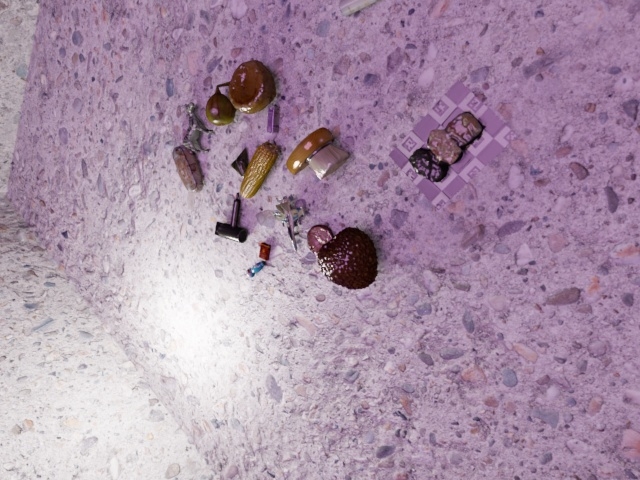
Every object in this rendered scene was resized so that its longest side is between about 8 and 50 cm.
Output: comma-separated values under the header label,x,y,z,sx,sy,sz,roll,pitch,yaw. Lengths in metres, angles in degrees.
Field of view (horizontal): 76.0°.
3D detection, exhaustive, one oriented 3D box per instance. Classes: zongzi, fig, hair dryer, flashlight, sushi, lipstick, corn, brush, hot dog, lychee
label,x,y,z,sx,sy,sz,roll,pitch,yaw
zongzi,-0.362,-0.369,1.976,0.109,0.055,0.119,47,110,11
fig,-0.473,-0.634,1.921,0.148,0.142,0.186,-11,111,7
hair dryer,-0.454,-0.127,2.092,0.196,0.078,0.248,16,101,28
flashlight,-0.328,0.144,2.088,0.129,0.051,0.051,-37,82,26
sushi,0.441,-0.330,1.456,0.296,0.100,0.373,50,122,11
lipstick,0.192,-0.900,1.493,0.264,0.059,0.059,-8,98,33
corn,-0.294,-0.326,1.912,0.106,0.106,0.305,46,124,14
brush,-0.024,-0.333,1.714,0.267,0.174,0.166,-35,93,41
hot dog,-0.703,-0.377,2.170,0.144,0.075,0.268,-16,95,37
lychee,0.125,0.088,1.685,0.271,0.271,0.271,8,106,30

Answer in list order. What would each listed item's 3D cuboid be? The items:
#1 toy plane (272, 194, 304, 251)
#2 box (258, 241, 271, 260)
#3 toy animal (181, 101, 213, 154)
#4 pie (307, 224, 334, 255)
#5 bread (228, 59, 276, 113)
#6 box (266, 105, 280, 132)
label,x,y,z,sx,sy,sz,roll,pitch,yaw
toy plane,-0.135,-0.079,1.894,0.192,0.088,0.262,-6,109,38
box,-0.278,0.055,2.045,0.051,0.023,0.082,21,112,25
toy animal,-0.620,-0.559,2.071,0.170,0.090,0.255,12,102,25
pie,0.000,0.000,1.850,0.154,0.036,0.154,8,106,30
bread,-0.296,-0.671,1.811,0.230,0.123,0.230,0,89,30
box,-0.211,-0.544,1.837,0.036,0.051,0.117,15,111,26
